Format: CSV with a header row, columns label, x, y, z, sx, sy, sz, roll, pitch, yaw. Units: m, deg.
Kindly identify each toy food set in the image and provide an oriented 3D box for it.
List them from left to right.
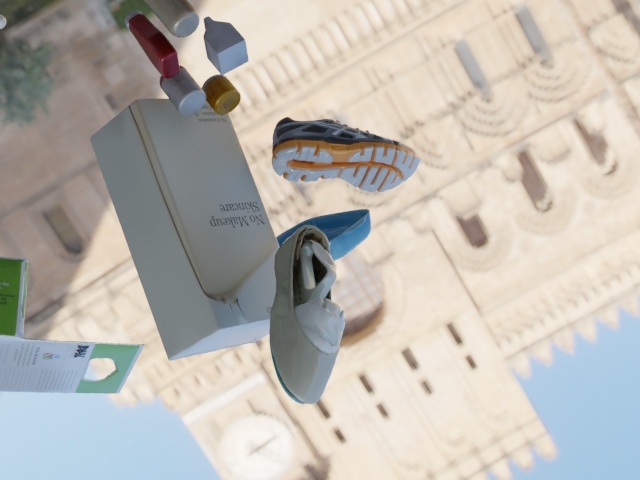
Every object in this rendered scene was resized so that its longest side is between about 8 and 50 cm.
label,x,y,z,sx,sy,sz,roll,pitch,yaw
toy food set,-0.164,-0.251,1.585,0.111,0.232,0.104,-30,-121,-15

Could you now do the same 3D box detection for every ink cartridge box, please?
label,x,y,z,sx,sy,sz,roll,pitch,yaw
ink cartridge box,-0.335,0.097,1.456,0.255,0.097,0.189,5,155,-16

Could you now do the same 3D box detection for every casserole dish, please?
label,x,y,z,sx,sy,sz,roll,pitch,yaw
casserole dish,0.000,0.000,1.915,0.188,0.037,0.114,-9,-157,50

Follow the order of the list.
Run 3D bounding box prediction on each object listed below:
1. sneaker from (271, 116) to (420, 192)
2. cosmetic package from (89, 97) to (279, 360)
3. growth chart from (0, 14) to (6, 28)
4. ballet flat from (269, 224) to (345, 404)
label,x,y,z,sx,sy,sz,roll,pitch,yaw
sneaker,0.034,-0.124,1.769,0.083,0.214,0.084,-105,-148,-43
cosmetic package,-0.157,-0.019,1.670,0.113,0.310,0.160,-32,165,39
growth chart,-0.476,-0.237,1.463,0.237,0.172,0.021,-15,-121,37
ballet flat,-0.012,0.074,1.495,0.086,0.086,0.248,-26,-142,16
